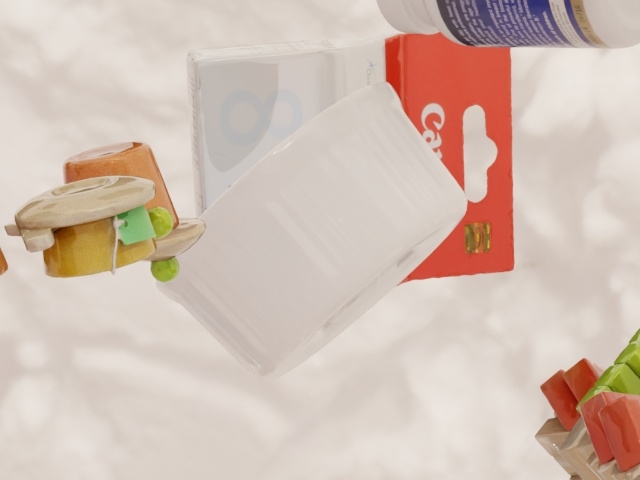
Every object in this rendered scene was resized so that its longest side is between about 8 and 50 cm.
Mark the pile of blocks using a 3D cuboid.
[{"bbox_3d":[0.219,0.114,1.111,0.112,0.149,0.362,47,-179,-10],"label":"pile of blocks"}]

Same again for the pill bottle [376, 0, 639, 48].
[{"bbox_3d":[0.191,-0.263,1.730,0.264,0.153,0.153,5,128,38],"label":"pill bottle"}]

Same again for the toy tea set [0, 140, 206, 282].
[{"bbox_3d":[-0.199,0.039,1.073,0.200,0.336,0.124,8,113,55],"label":"toy tea set"}]

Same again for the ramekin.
[{"bbox_3d":[0.000,0.000,1.581,0.135,0.277,0.277,49,141,8],"label":"ramekin"}]

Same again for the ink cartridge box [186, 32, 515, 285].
[{"bbox_3d":[0.046,-0.077,2.037,0.385,0.091,0.308,-6,107,-10],"label":"ink cartridge box"}]
